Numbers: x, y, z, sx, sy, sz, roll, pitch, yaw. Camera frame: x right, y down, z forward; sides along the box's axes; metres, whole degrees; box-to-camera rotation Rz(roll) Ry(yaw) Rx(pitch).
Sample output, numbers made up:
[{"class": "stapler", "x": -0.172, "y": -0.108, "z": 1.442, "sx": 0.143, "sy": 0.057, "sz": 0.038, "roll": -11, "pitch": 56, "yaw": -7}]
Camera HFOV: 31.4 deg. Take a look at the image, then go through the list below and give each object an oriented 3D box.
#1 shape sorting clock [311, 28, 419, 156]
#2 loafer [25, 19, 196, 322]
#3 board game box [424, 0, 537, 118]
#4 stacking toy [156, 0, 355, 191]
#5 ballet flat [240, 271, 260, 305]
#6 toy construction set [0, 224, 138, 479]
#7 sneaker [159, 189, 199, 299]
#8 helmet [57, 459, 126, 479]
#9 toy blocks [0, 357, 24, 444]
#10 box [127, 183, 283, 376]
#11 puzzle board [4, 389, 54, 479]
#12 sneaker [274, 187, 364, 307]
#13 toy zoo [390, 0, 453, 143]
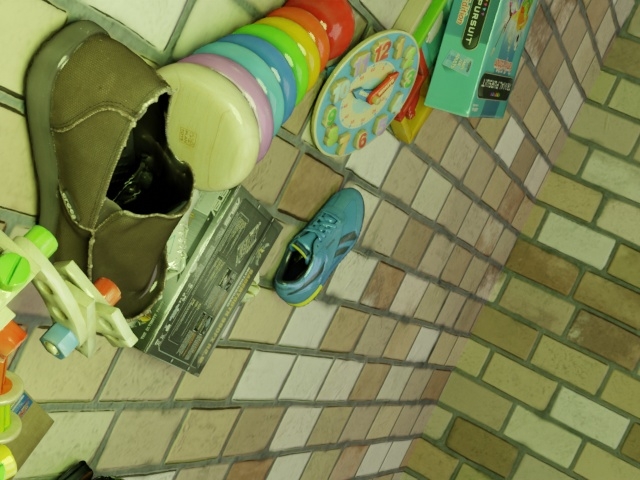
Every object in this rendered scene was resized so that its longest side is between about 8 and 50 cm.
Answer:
[{"class": "shape sorting clock", "x": 0.067, "y": -0.204, "z": 1.601, "sx": 0.206, "sy": 0.040, "sz": 0.206, "roll": -34, "pitch": 145, "yaw": -28}, {"class": "loafer", "x": -0.193, "y": -0.033, "z": 1.099, "sx": 0.134, "sy": 0.130, "sz": 0.366, "roll": -50, "pitch": 156, "yaw": -32}, {"class": "board game box", "x": 0.282, "y": -0.369, "z": 1.842, "sx": 0.254, "sy": 0.079, "sz": 0.336, "roll": -14, "pitch": 121, "yaw": -68}, {"class": "stacking toy", "x": -0.059, "y": -0.187, "z": 1.261, "sx": 0.330, "sy": 0.141, "sz": 0.141, "roll": -48, "pitch": 155, "yaw": -48}, {"class": "ballet flat", "x": -0.102, "y": 0.058, "z": 1.558, "sx": 0.041, "sy": 0.041, "sz": 0.114, "roll": -47, "pitch": 154, "yaw": -37}, {"class": "toy construction set", "x": -0.282, "y": 0.106, "z": 0.949, "sx": 0.151, "sy": 0.215, "sz": 0.328, "roll": -38, "pitch": -169, "yaw": 43}, {"class": "sneaker", "x": -0.173, "y": 0.005, "z": 1.296, "sx": 0.152, "sy": 0.061, "sz": 0.054, "roll": -61, "pitch": 158, "yaw": -11}, {"class": "helmet", "x": -0.267, "y": 0.353, "z": 1.342, "sx": 0.161, "sy": 0.169, "sz": 0.169, "roll": -59, "pitch": 167, "yaw": -65}, {"class": "toy blocks", "x": -0.333, "y": 0.142, "z": 1.083, "sx": 0.123, "sy": 0.054, "sz": 0.148, "roll": -37, "pitch": 146, "yaw": -49}, {"class": "box", "x": -0.147, "y": 0.044, "z": 1.409, "sx": 0.231, "sy": 0.056, "sz": 0.183, "roll": -61, "pitch": 160, "yaw": -6}, {"class": "puzzle board", "x": -0.343, "y": 0.228, "z": 1.223, "sx": 0.128, "sy": 0.011, "sz": 0.096, "roll": -56, "pitch": 157, "yaw": -21}, {"class": "sneaker", "x": 0.000, "y": 0.000, "z": 1.694, "sx": 0.209, "sy": 0.069, "sz": 0.082, "roll": -57, "pitch": 155, "yaw": -16}, {"class": "toy zoo", "x": 0.159, "y": -0.275, "z": 1.799, "sx": 0.192, "sy": 0.030, "sz": 0.293, "roll": -60, "pitch": 159, "yaw": -10}]
